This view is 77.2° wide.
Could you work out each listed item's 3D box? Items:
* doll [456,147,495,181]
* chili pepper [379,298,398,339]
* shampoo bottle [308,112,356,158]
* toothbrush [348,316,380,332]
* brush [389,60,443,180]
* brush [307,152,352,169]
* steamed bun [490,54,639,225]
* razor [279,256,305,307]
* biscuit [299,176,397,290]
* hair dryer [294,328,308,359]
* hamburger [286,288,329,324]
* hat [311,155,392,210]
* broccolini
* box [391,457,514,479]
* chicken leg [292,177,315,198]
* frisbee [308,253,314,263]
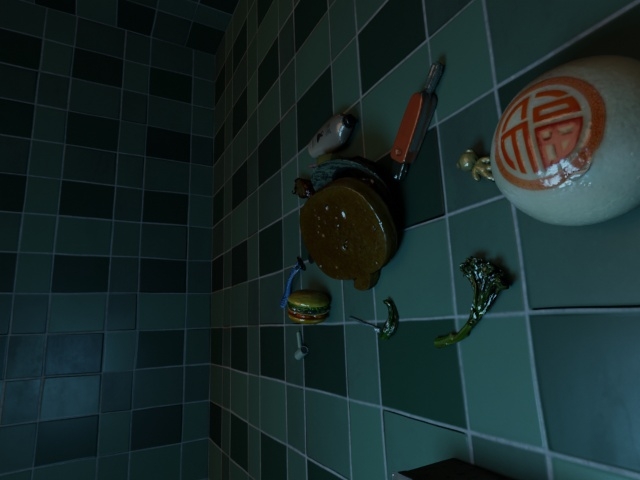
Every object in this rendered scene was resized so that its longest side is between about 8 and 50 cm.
[{"bbox_3d":[0.351,-0.163,0.892,0.093,0.051,0.061,51,123,50],"label":"doll"},{"bbox_3d":[0.194,0.230,1.141,0.056,0.035,0.117,7,96,44],"label":"chili pepper"},{"bbox_3d":[0.043,-0.380,1.453,0.257,0.078,0.127,-24,62,56],"label":"shampoo bottle"},{"bbox_3d":[0.137,0.263,1.265,0.167,0.011,0.014,7,98,61],"label":"toothbrush"},{"bbox_3d":[0.254,-0.317,1.089,0.070,0.051,0.323,52,130,54],"label":"brush"},{"bbox_3d":[0.022,-0.276,1.455,0.233,0.103,0.047,12,94,62],"label":"brush"},{"bbox_3d":[0.406,-0.163,0.661,0.283,0.177,0.282,-15,73,59],"label":"steamed bun"},{"bbox_3d":[-0.129,0.190,1.728,0.082,0.042,0.253,58,136,45],"label":"razor"},{"bbox_3d":[0.085,-0.010,1.233,0.394,0.070,0.350,-14,103,54],"label":"biscuit"},{"bbox_3d":[-0.081,0.413,1.624,0.063,0.038,0.124,-52,36,43],"label":"hair dryer"},{"bbox_3d":[-0.046,0.239,1.453,0.162,0.162,0.115,17,103,61],"label":"hamburger"},{"bbox_3d":[0.114,-0.184,1.234,0.265,0.266,0.128,-37,18,54],"label":"hat"},{"bbox_3d":[0.317,0.144,0.919,0.123,0.062,0.271,-104,29,-48],"label":"broccolini"},{"bbox_3d":[0.302,0.572,0.742,0.297,0.191,0.225,-21,69,60],"label":"box"},{"bbox_3d":[-0.055,-0.190,1.637,0.253,0.051,0.105,55,139,48],"label":"chicken leg"},{"bbox_3d":[0.000,0.000,1.547,0.211,0.012,0.187,-19,69,60],"label":"frisbee"}]
